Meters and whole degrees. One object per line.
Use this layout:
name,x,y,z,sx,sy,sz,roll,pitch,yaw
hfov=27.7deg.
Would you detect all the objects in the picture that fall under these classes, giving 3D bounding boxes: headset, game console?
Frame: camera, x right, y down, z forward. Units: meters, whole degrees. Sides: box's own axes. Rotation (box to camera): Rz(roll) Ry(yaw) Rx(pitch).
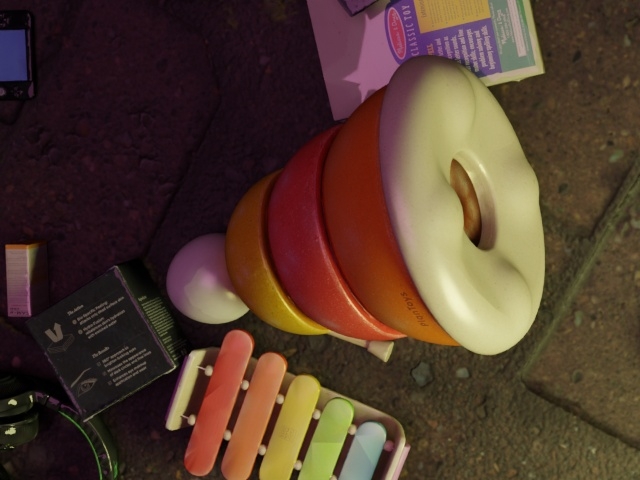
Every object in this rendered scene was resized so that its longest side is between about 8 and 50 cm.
headset,-0.472,0.291,1.745,0.394,0.185,0.243,22,101,-2
game console,-0.445,-0.248,1.736,0.107,0.071,0.122,1,97,13

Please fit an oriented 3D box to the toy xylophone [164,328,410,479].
toy xylophone,-0.034,0.215,1.687,0.323,0.081,0.236,13,99,11

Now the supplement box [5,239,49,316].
supplement box,-0.399,0.051,1.763,0.036,0.062,0.098,0,96,12

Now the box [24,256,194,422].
box,-0.278,0.130,1.728,0.156,0.093,0.158,-31,90,15

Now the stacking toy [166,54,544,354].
stacking toy,0.000,0.000,1.574,0.480,0.350,0.350,-15,93,30

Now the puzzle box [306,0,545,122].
puzzle box,0.103,-0.372,1.603,0.272,0.052,0.409,-11,94,14

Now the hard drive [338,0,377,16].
hard drive,0.041,-0.416,1.557,0.172,0.054,0.254,-31,89,15
